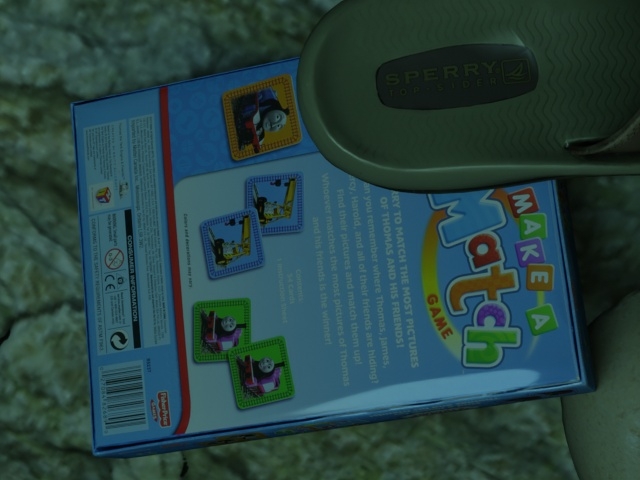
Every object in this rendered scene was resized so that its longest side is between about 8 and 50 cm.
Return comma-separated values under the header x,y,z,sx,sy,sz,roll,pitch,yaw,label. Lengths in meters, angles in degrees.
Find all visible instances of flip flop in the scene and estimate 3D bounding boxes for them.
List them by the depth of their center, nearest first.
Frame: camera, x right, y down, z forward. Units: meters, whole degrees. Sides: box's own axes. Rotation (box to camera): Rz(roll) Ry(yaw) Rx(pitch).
x,y,z,sx,sy,sz,roll,pitch,yaw,label
0.125,-0.082,0.575,0.277,0.080,0.112,-8,75,6,flip flop

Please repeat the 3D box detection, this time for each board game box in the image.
x,y,z,sx,sy,sz,roll,pitch,yaw,label
0.000,0.000,0.652,0.211,0.039,0.160,-10,75,17,board game box

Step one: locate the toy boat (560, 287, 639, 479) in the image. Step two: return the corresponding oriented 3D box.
x,y,z,sx,sy,sz,roll,pitch,yaw,label
0.204,0.138,0.702,0.267,0.148,0.318,23,114,-9,toy boat
